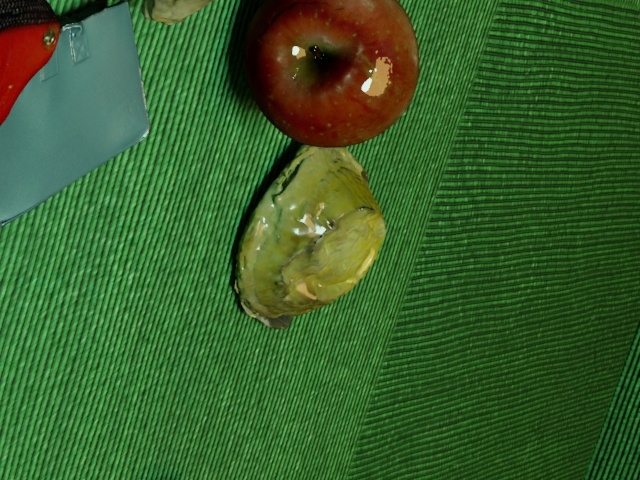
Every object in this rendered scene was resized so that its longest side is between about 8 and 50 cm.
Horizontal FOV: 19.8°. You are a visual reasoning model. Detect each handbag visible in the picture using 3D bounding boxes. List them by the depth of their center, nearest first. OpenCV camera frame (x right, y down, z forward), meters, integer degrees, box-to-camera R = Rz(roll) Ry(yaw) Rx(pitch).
[{"bbox_3d":[-0.236,-0.114,1.579,0.221,0.057,0.144,-34,135,-46],"label":"handbag"}]

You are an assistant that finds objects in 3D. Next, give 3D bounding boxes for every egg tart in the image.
[{"bbox_3d":[0.000,0.000,2.057,0.232,0.098,0.252,-41,148,-34],"label":"egg tart"}]

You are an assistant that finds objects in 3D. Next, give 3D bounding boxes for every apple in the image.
[{"bbox_3d":[0.013,-0.184,1.847,0.168,0.181,0.181,-56,162,-73],"label":"apple"}]

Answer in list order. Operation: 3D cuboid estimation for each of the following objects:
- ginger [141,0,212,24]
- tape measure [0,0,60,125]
[{"bbox_3d":[-0.070,-0.302,1.650,0.275,0.130,0.221,-56,158,-13],"label":"ginger"},{"bbox_3d":[-0.317,-0.142,1.341,0.253,0.114,0.260,-57,152,-19],"label":"tape measure"}]
